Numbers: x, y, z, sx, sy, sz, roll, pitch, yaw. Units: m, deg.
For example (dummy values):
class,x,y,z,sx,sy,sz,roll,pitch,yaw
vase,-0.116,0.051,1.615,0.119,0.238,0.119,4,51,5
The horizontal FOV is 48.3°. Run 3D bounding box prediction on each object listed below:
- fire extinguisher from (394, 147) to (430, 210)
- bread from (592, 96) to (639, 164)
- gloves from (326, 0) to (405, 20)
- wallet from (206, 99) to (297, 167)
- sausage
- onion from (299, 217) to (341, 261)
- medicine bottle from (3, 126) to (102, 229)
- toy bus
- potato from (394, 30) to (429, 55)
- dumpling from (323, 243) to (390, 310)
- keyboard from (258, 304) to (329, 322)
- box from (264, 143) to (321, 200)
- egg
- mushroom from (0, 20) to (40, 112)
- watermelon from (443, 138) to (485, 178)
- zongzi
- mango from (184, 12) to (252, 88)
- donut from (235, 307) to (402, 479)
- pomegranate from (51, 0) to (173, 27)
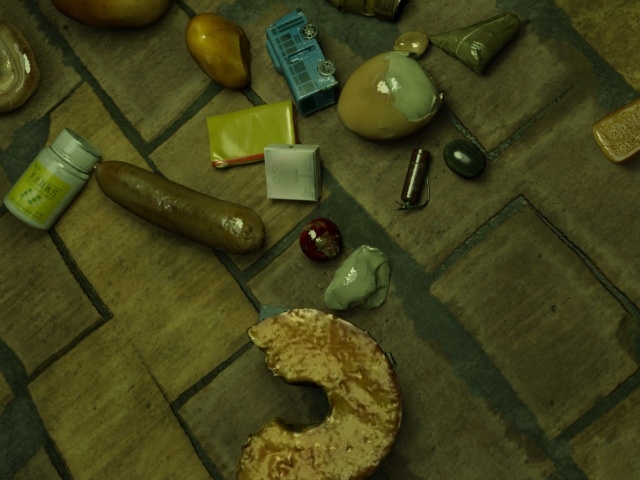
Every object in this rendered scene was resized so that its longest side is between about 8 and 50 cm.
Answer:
class,x,y,z,sx,sy,sz,roll,pitch,yaw
fire extinguisher,0.230,-0.137,1.706,0.078,0.045,0.157,16,85,-6
bread,0.709,-0.253,1.581,0.200,0.077,0.116,-30,77,10
gloves,0.058,-0.652,1.768,0.331,0.154,0.141,29,88,9
wallet,-0.171,-0.266,1.819,0.241,0.067,0.141,-8,85,18
sausage,-0.362,-0.083,1.801,0.500,0.136,0.123,22,65,18
onion,0.000,0.000,1.720,0.107,0.097,0.107,2,86,-24
medicine bottle,-0.707,-0.164,1.895,0.143,0.143,0.258,40,92,16
toy bus,-0.046,-0.444,1.773,0.133,0.116,0.234,-24,76,0
potato,0.222,-0.479,1.746,0.083,0.062,0.068,6,52,3
dumpling,0.097,0.107,1.688,0.134,0.100,0.169,38,72,-20
keyboard,-0.067,0.194,1.747,0.176,0.014,0.055,5,83,15
box,-0.068,-0.167,1.750,0.129,0.051,0.130,4,113,15
egg,0.156,-0.333,1.672,0.244,0.201,0.201,-20,77,23
mushroom,-0.909,-0.475,1.991,0.278,0.146,0.278,1,92,12
watermelon,0.338,-0.189,1.667,0.110,0.078,0.078,40,93,15
zongzi,0.377,-0.512,1.713,0.189,0.081,0.178,-46,60,-4
mango,-0.259,-0.479,1.766,0.138,0.257,0.187,-22,78,10
donut,-0.002,0.380,1.627,0.377,0.163,0.435,10,85,10
pomegranate,-0.537,-0.747,1.828,0.416,0.416,0.417,-2,82,14
